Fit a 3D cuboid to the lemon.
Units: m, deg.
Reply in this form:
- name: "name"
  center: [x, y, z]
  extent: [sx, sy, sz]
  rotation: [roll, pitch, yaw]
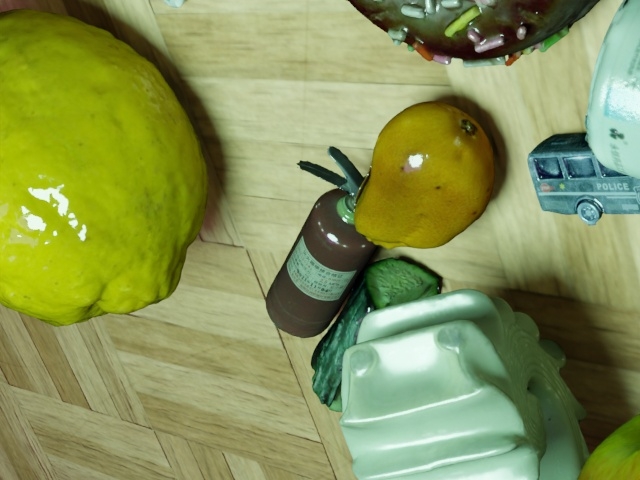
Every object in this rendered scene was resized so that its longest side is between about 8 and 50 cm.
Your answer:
- name: "lemon"
  center: [-0.253, -0.077, 1.272]
  extent: [0.285, 0.285, 0.316]
  rotation: [-12, 88, 51]

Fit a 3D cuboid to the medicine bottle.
- name: "medicine bottle"
  center: [0.266, -0.085, 0.821]
  extent: [0.168, 0.135, 0.135]
  rotation: [21, 136, 31]

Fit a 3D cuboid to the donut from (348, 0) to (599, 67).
- name: "donut"
  center: [0.083, -0.238, 0.898]
  extent: [0.270, 0.103, 0.269]
  rotation: [27, 140, 25]

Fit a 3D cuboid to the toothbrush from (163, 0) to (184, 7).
- name: "toothbrush"
  center: [-0.118, -0.349, 1.057]
  extent: [0.042, 0.040, 0.418]
  rotation: [37, 143, 21]

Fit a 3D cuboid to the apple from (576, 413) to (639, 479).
- name: "apple"
  center: [0.330, 0.224, 0.871]
  extent: [0.339, 0.339, 0.339]
  rotation: [28, 140, 27]

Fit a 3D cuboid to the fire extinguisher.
- name: "fire extinguisher"
  center: [0.000, 0.000, 1.226]
  extent: [0.099, 0.071, 0.231]
  rotation: [33, 143, 5]

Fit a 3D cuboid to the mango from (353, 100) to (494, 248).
- name: "mango"
  center: [0.087, -0.050, 1.087]
  extent: [0.105, 0.084, 0.159]
  rotation: [26, 151, -3]

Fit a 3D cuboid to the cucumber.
- name: "cucumber"
  center: [0.043, 0.095, 1.254]
  extent: [0.086, 0.115, 0.193]
  rotation: [58, 146, 27]

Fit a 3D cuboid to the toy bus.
- name: "toy bus"
  center: [0.230, -0.050, 0.965]
  extent: [0.166, 0.047, 0.065]
  rotation: [0, 119, 47]

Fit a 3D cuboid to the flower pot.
- name: "flower pot"
  center: [0.132, 0.232, 1.038]
  extent: [0.164, 0.254, 0.367]
  rotation: [-17, 68, 21]
